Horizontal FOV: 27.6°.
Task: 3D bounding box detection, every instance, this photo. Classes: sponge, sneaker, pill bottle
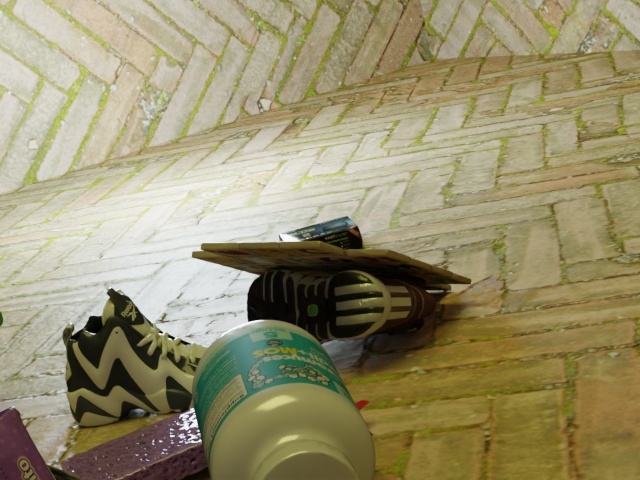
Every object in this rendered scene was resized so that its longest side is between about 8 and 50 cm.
[{"bbox_3d":[-0.164,0.220,1.360,0.210,0.031,0.117,-22,15,-14],"label":"sponge"},{"bbox_3d":[-0.198,0.122,1.552,0.234,0.153,0.094,-11,16,8],"label":"sneaker"},{"bbox_3d":[-0.034,0.179,1.185,0.146,0.146,0.264,-14,18,-7],"label":"pill bottle"},{"bbox_3d":[0.036,0.090,1.642,0.162,0.107,0.281,2,-2,-36],"label":"sneaker"}]

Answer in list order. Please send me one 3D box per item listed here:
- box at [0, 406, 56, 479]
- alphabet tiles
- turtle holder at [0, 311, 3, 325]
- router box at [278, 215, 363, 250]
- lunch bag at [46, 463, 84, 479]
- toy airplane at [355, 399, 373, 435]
[{"bbox_3d":[-0.269,0.252,0.853,0.293,0.201,0.057,-26,8,24],"label":"box"},{"bbox_3d":[0.016,0.036,1.655,0.285,0.011,0.342,0,-10,32],"label":"alphabet tiles"},{"bbox_3d":[-0.586,0.117,1.652,0.320,0.243,0.227,21,-24,-25],"label":"turtle holder"},{"bbox_3d":[0.000,0.000,2.091,0.122,0.038,0.092,-14,13,-7],"label":"router box"},{"bbox_3d":[-0.353,0.265,1.112,0.235,0.169,0.287,-8,7,31],"label":"lunch bag"},{"bbox_3d":[-0.011,0.191,1.375,0.151,0.028,0.151,-13,15,4],"label":"toy airplane"}]
